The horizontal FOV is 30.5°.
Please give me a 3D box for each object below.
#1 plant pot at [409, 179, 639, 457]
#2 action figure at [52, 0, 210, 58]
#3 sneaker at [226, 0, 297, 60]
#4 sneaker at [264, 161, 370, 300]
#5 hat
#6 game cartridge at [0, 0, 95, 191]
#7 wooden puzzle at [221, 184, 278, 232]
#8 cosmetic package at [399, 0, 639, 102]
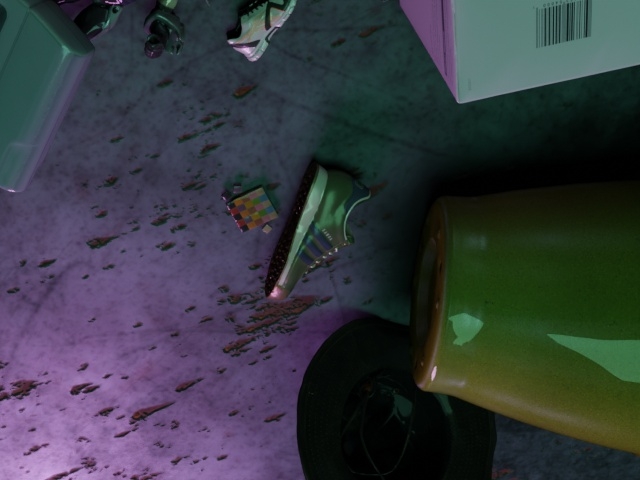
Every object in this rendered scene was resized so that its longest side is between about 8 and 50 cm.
[{"bbox_3d":[0.297,0.079,1.425,0.353,0.366,0.366,7,124,-4],"label":"plant pot"},{"bbox_3d":[-0.224,-0.246,1.190,0.285,0.099,0.185,-33,121,6],"label":"action figure"},{"bbox_3d":[-0.062,-0.244,1.266,0.043,0.040,0.109,25,115,-26],"label":"sneaker"},{"bbox_3d":[0.000,0.000,1.439,0.086,0.064,0.192,13,118,-17],"label":"sneaker"},{"bbox_3d":[0.077,0.268,1.582,0.331,0.331,0.134,23,153,-27],"label":"hat"},{"bbox_3d":[-0.372,-0.200,1.130,0.294,0.060,0.196,32,112,1],"label":"game cartridge"},{"bbox_3d":[-0.084,-0.039,1.428,0.049,0.006,0.083,-24,127,4],"label":"wooden puzzle"},{"bbox_3d":[0.210,-0.270,1.199,0.224,0.225,0.138,-12,129,-5],"label":"cosmetic package"}]
